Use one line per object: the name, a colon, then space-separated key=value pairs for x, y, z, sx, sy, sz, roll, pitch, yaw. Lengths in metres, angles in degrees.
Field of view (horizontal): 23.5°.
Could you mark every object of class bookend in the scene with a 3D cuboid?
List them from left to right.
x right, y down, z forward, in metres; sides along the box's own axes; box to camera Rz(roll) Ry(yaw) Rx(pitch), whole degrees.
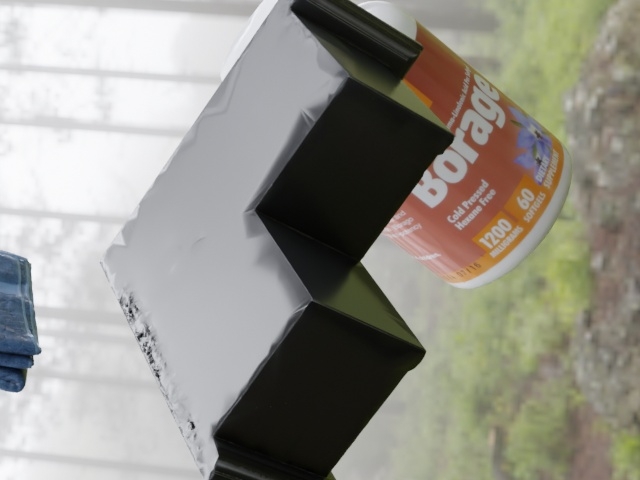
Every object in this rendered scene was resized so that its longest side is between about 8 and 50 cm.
bookend: x=0.000 y=0.000 z=0.610 sx=0.157 sy=0.072 sz=0.156 roll=-55 pitch=36 yaw=14

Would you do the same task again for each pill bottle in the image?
pill bottle: x=0.047 y=-0.073 z=0.982 sx=0.121 sy=0.216 sz=0.121 roll=-44 pitch=23 yaw=24

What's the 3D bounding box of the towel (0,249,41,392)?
towel: x=-0.191 y=0.037 z=0.850 sx=0.119 sy=0.067 sz=0.029 roll=-113 pitch=39 yaw=-59
